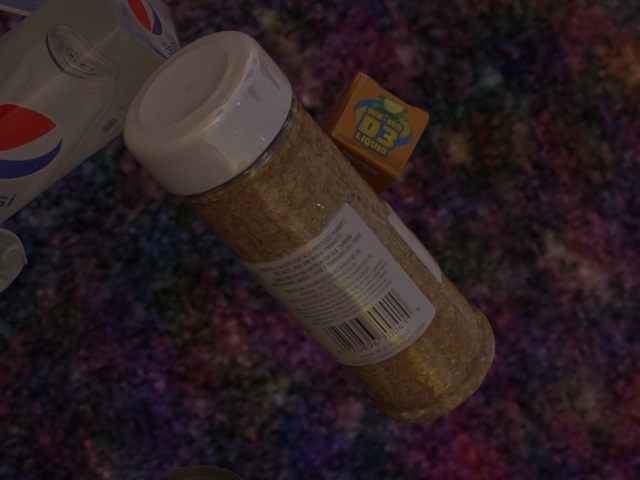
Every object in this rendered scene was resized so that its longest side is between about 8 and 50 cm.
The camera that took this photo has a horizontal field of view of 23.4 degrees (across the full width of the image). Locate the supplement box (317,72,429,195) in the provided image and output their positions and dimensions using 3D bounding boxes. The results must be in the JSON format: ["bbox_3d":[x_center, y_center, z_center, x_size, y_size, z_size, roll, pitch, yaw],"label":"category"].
[{"bbox_3d":[0.016,-0.067,1.435,0.078,0.233,0.080,31,64,-7],"label":"supplement box"}]

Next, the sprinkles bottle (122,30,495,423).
[{"bbox_3d":[0.000,0.000,1.186,0.355,0.121,0.121,48,31,-35],"label":"sprinkles bottle"}]

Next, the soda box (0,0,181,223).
[{"bbox_3d":[-0.251,-0.108,1.308,0.091,0.286,0.098,36,28,-45],"label":"soda box"}]

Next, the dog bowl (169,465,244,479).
[{"bbox_3d":[-0.192,0.390,1.598,0.102,0.349,0.348,58,28,-22],"label":"dog bowl"}]

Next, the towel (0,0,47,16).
[{"bbox_3d":[-0.262,-0.347,1.456,0.034,0.209,0.285,-64,167,-71],"label":"towel"}]

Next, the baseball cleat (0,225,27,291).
[{"bbox_3d":[-0.331,0.026,1.167,0.206,0.109,0.072,-18,114,-39],"label":"baseball cleat"}]
